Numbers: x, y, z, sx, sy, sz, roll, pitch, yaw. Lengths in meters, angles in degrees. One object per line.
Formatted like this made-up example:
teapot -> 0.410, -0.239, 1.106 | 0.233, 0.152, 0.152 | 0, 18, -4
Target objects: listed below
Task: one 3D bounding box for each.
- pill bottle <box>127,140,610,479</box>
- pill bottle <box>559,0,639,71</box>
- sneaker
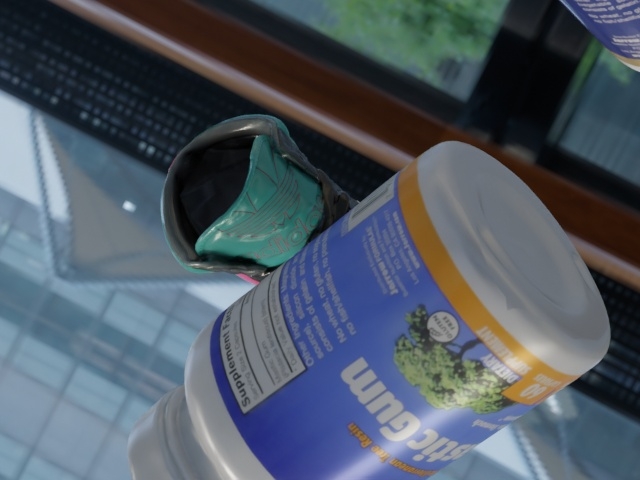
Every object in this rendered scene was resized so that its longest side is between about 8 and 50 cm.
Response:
pill bottle -> 0.018, 0.078, 0.876 | 0.152, 0.272, 0.152 | 40, -154, -24
pill bottle -> 0.115, -0.148, 0.612 | 0.169, 0.094, 0.094 | 35, 177, -40
sneaker -> 0.000, 0.000, 1.058 | 0.295, 0.124, 0.178 | 24, 176, 30
